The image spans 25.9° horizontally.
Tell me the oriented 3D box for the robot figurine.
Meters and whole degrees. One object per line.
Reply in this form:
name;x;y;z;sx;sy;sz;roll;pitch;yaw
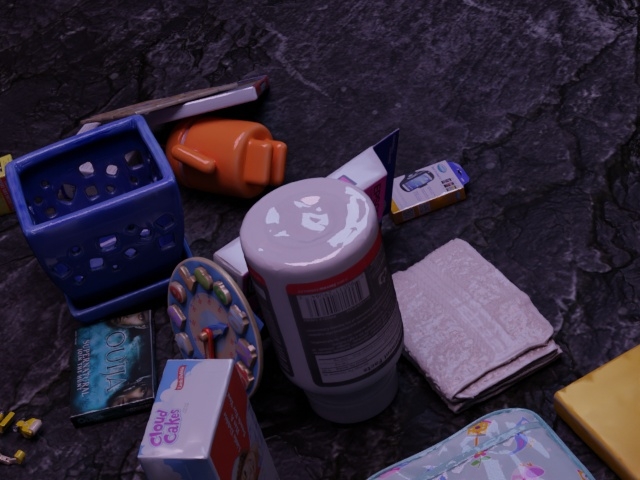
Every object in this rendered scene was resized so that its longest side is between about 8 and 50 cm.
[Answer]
robot figurine;-0.163;-0.139;2.273;0.219;0.128;0.158;11;47;30

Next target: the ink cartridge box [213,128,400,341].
ink cartridge box;0.000;0.000;1.973;0.069;0.176;0.371;34;54;26

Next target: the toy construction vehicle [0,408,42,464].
toy construction vehicle;-0.448;0.280;1.971;0.098;0.035;0.086;5;34;19

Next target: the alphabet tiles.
alphabet tiles;-0.280;-0.226;2.322;0.198;0.009;0.237;-21;12;-34

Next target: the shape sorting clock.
shape sorting clock;-0.144;0.122;1.859;0.040;0.206;0.206;-25;38;-38

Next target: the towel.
towel;0.190;0.111;1.943;0.187;0.049;0.282;-28;42;-15

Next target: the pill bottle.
pill bottle;0.013;0.089;1.815;0.176;0.318;0.176;-8;41;7

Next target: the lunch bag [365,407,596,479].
lunch bag;0.181;0.328;1.653;0.279;0.108;0.224;-24;41;-10

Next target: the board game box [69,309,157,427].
board game box;-0.301;0.184;2.032;0.126;0.026;0.186;-14;40;3

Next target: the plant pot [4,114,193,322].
plant pot;-0.324;-0.024;2.123;0.236;0.212;0.236;-22;36;-7

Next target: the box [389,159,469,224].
box;0.164;-0.078;2.182;0.136;0.028;0.081;-19;40;-7

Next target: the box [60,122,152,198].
box;-0.365;-0.132;2.373;0.137;0.072;0.126;9;46;25

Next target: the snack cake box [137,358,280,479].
snack cake box;-0.126;0.285;1.679;0.089;0.264;0.152;-2;42;16

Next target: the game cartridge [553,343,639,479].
game cartridge;0.495;0.233;1.713;0.285;0.053;0.324;-27;44;-13

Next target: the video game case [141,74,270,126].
video game case;-0.195;-0.238;2.365;0.204;0.025;0.285;-14;10;5

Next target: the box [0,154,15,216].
box;-0.620;-0.065;2.370;0.232;0.087;0.058;-19;43;-5
